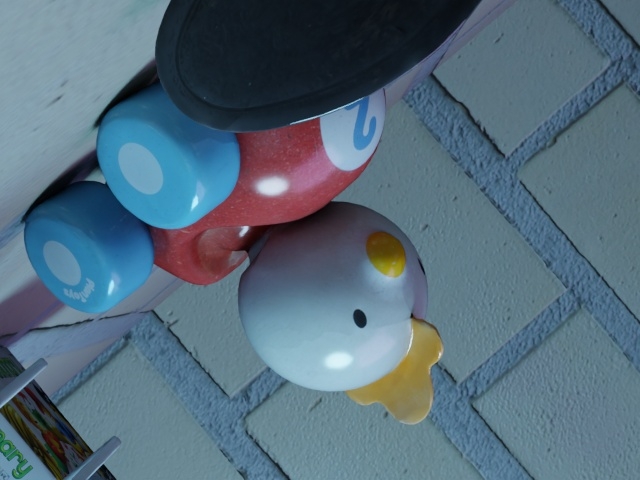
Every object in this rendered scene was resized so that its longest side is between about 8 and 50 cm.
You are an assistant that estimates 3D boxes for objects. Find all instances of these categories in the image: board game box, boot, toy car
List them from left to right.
[{"bbox_3d":[-0.233,0.173,1.130,0.053,0.193,0.305,-40,180,-7],"label":"board game box"},{"bbox_3d":[0.000,0.000,0.814,0.219,0.238,0.210,-40,180,-42],"label":"toy car"},{"bbox_3d":[0.042,-0.161,0.667,0.264,0.096,0.280,-48,-174,8],"label":"boot"}]

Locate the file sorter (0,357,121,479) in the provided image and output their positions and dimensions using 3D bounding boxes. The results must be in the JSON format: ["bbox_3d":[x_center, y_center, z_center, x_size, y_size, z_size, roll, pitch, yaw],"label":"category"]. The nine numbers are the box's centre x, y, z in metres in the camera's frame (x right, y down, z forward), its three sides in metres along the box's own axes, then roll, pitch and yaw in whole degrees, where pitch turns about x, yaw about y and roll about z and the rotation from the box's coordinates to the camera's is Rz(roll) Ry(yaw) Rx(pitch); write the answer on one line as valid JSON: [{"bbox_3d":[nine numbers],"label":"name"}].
[{"bbox_3d":[-0.198,0.188,0.803,0.193,0.277,0.173,-41,-177,36],"label":"file sorter"}]
